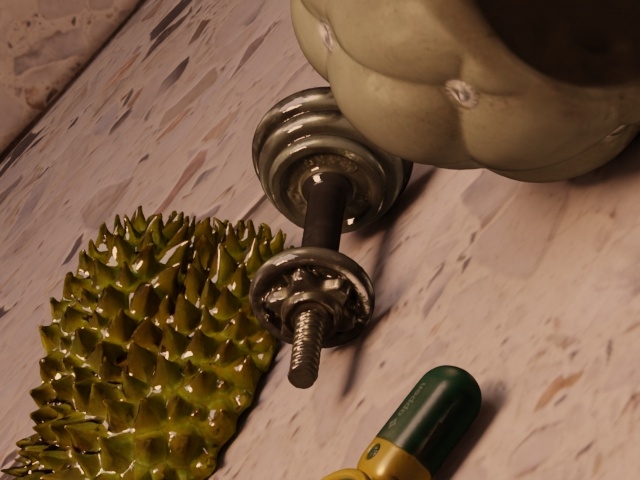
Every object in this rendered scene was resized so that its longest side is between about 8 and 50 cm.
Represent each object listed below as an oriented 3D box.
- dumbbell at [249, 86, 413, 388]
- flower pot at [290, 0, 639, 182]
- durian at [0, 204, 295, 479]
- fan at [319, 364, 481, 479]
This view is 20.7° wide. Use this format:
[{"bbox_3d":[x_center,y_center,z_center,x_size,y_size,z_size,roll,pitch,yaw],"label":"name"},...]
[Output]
[{"bbox_3d":[0.000,0.000,1.117,0.110,0.110,0.254,-38,27,32],"label":"dumbbell"},{"bbox_3d":[0.099,-0.150,0.949,0.246,0.246,0.195,-54,18,-14],"label":"flower pot"},{"bbox_3d":[-0.111,0.098,1.220,0.169,0.157,0.355,97,-166,-47],"label":"durian"},{"bbox_3d":[0.029,0.127,0.864,0.155,0.039,0.082,-51,17,-11],"label":"fan"}]
